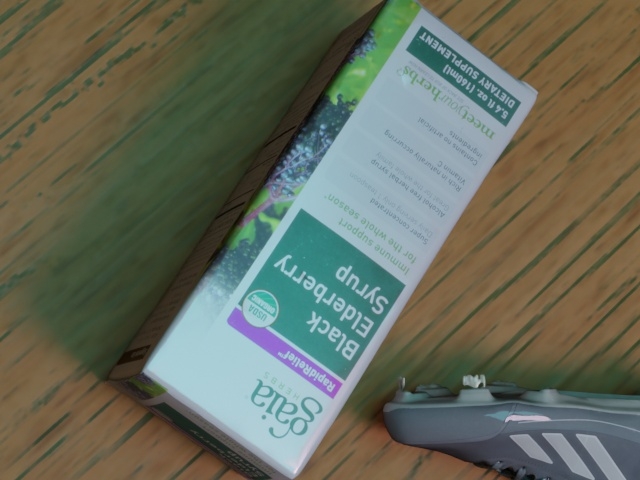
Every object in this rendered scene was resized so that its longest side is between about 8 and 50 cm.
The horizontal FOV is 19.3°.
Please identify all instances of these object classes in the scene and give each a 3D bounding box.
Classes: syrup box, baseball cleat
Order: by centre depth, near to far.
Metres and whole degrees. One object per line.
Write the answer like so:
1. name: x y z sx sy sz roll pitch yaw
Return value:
1. syrup box: 0.000 0.000 0.949 0.093 0.096 0.237 36 74 -10
2. baseball cleat: 0.132 0.125 0.988 0.206 0.072 0.109 2 89 -13
